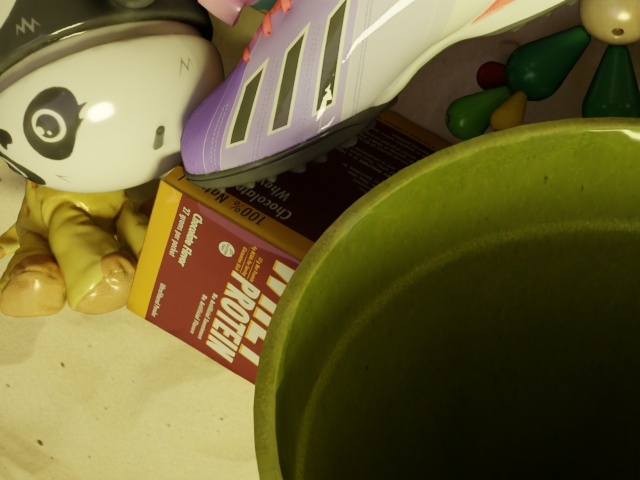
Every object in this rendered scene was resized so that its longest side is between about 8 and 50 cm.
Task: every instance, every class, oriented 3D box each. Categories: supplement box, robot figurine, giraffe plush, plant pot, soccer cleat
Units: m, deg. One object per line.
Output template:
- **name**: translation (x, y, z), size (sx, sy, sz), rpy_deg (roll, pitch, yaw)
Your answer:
- **supplement box**: translation (0.000, 0.000, 0.774), size (0.191, 0.194, 0.129), rpy_deg (30, 132, 7)
- **robot figurine**: translation (-0.174, -0.168, 0.729), size (0.173, 0.209, 0.278), rpy_deg (-22, 82, 8)
- **giraffe plush**: translation (-0.206, -0.054, 0.900), size (0.210, 0.181, 0.170), rpy_deg (34, 133, 53)
- **plant pot**: translation (0.159, 0.184, 0.601), size (0.366, 0.366, 0.353), rpy_deg (17, 141, 18)
- **soccer cleat**: translation (0.029, -0.143, 0.620), size (0.318, 0.108, 0.116), rpy_deg (-30, 120, 20)

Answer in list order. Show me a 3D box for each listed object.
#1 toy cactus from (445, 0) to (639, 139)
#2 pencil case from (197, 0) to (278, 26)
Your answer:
- **toy cactus**: translation (0.192, -0.108, 0.670), size (0.219, 0.112, 0.180), rpy_deg (7, 107, 28)
- **pencil case**: translation (0.018, -0.252, 0.631), size (0.124, 0.124, 0.284), rpy_deg (38, 132, -1)
